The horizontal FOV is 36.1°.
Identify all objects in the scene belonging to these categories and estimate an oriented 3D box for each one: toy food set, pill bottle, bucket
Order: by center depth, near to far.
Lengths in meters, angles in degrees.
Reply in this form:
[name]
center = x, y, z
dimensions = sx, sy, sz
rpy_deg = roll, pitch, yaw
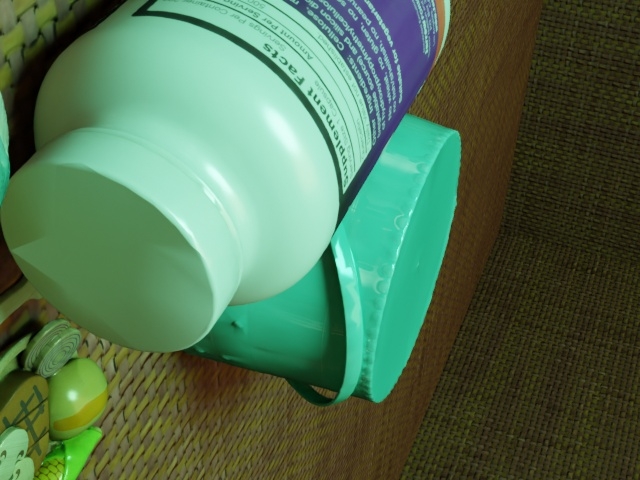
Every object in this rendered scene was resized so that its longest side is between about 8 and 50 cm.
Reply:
[pill bottle]
center = -0.047, -0.087, 0.599
dimensions = 0.323, 0.181, 0.181
rpy_deg = -59, 158, -43
[toy food set]
center = -0.176, 0.113, 0.610
dimensions = 0.132, 0.038, 0.192
rpy_deg = -52, 153, -53
[bucket]
center = 0.000, 0.000, 0.843
dimensions = 0.281, 0.183, 0.281
rpy_deg = 16, 90, -75

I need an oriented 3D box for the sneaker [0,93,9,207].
[sneaker]
center = -0.169, -0.021, 0.275
dimensions = 0.302, 0.108, 0.121
rpy_deg = 83, 3, -76
